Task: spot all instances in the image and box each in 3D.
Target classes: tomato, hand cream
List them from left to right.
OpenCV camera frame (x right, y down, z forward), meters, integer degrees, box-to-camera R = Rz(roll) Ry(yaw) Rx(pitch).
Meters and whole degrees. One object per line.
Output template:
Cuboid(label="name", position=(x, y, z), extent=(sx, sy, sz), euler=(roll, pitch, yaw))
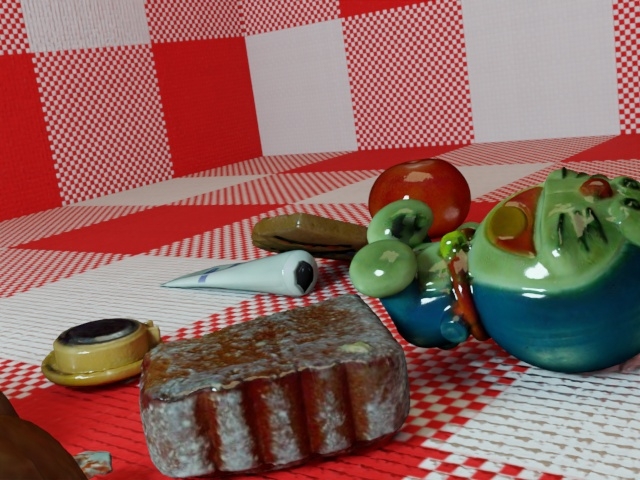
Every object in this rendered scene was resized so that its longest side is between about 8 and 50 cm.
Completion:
Cuboid(label="hand cream", position=(-0.128, 0.058, 1.279), extent=(0.109, 0.067, 0.321), euler=(-20, 9, -42))
Cuboid(label="tomato", position=(0.179, -0.078, 1.468), extent=(0.195, 0.136, 0.195), euler=(-8, 12, 2))

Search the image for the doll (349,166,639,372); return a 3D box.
Cuboid(label="doll", position=(0.205, 0.033, 0.795), extent=(0.322, 0.186, 0.198), euler=(-6, 32, 29))

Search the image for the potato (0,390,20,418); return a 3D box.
Cuboid(label="potato", position=(-0.422, 0.124, 0.778), extent=(0.265, 0.189, 0.211), euler=(-9, 11, -4))

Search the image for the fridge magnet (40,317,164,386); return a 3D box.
Cuboid(label="fridge magnet", position=(-0.255, 0.131, 0.945), extent=(0.143, 0.063, 0.143), euler=(-4, 13, 1))

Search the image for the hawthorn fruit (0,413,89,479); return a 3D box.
Cuboid(label="hawthorn fruit", position=(-0.207, 0.194, 0.361), extent=(0.251, 0.199, 0.199), euler=(-24, 14, -6))

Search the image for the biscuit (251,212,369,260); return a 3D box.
Cuboid(label="biscuit", position=(0.000, 0.001, 1.225), extent=(0.278, 0.043, 0.301), euler=(5, -7, 18))

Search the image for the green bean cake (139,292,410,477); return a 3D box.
Cuboid(label="green bean cake", position=(-0.044, 0.129, 0.728), extent=(0.233, 0.097, 0.198), euler=(-11, 13, -12))

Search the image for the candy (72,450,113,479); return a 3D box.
Cuboid(label="candy", position=(-0.277, 0.215, 0.570), extent=(0.292, 0.059, 0.086), euler=(-19, 19, -39))
